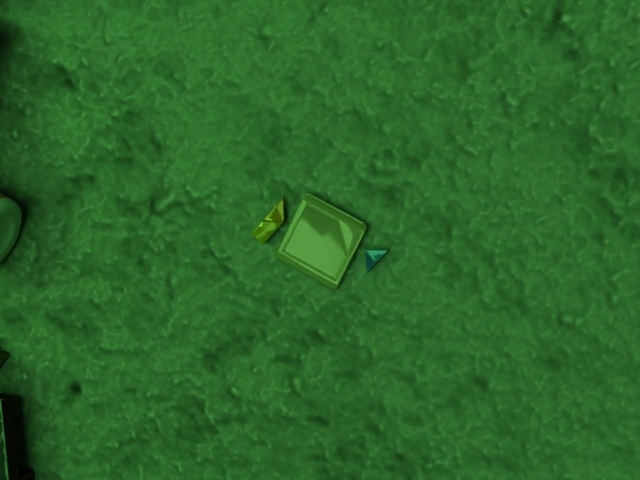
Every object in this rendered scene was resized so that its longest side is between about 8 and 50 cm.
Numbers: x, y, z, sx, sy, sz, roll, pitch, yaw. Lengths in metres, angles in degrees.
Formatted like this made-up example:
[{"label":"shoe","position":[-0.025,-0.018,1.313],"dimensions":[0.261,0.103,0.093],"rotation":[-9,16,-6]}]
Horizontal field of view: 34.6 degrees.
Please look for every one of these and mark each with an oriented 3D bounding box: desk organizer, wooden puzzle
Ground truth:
[{"label":"desk organizer","position":[-0.322,0.218,1.034],"dimensions":[0.047,0.050,0.130],"rotation":[-4,93,15]},{"label":"wooden puzzle","position":[0.000,0.000,0.954],"dimensions":[0.116,0.014,0.078],"rotation":[36,106,10]}]

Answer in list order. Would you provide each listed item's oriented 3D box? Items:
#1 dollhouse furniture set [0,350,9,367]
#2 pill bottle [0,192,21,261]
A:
[{"label":"dollhouse furniture set","position":[-0.483,0.139,1.013],"dimensions":[0.212,0.161,0.242],"rotation":[40,103,9]},{"label":"pill bottle","position":[-0.379,-0.035,1.012],"dimensions":[0.152,0.086,0.086],"rotation":[29,101,12]}]
